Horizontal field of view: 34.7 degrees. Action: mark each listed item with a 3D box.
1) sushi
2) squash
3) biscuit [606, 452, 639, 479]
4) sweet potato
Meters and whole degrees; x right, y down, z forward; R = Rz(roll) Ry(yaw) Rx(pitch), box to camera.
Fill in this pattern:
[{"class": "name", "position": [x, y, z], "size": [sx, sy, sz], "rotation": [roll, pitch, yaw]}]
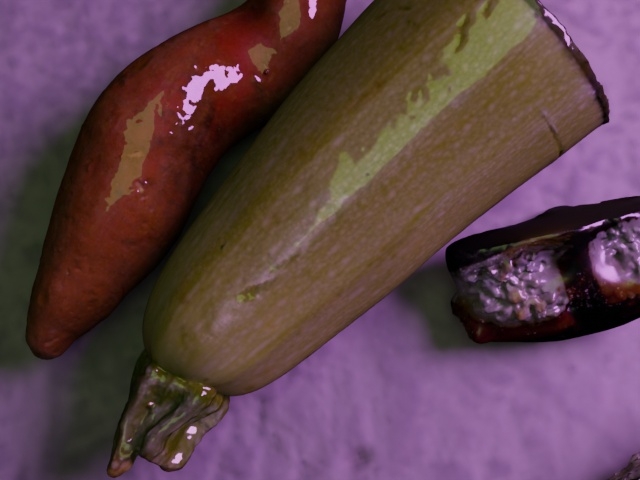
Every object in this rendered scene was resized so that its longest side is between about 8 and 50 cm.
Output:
[{"class": "sushi", "position": [0.090, 0.014, 0.391], "size": [0.083, 0.044, 0.046], "rotation": [-14, 102, 3]}, {"class": "squash", "position": [0.000, 0.000, 0.370], "size": [0.094, 0.094, 0.224], "rotation": [44, 90, 8]}, {"class": "biscuit", "position": [0.113, 0.165, 0.356], "size": [0.250, 0.046, 0.147], "rotation": [-33, 82, -3]}, {"class": "sweet potato", "position": [-0.055, -0.043, 0.393], "size": [0.055, 0.058, 0.202], "rotation": [36, 85, 29]}]
